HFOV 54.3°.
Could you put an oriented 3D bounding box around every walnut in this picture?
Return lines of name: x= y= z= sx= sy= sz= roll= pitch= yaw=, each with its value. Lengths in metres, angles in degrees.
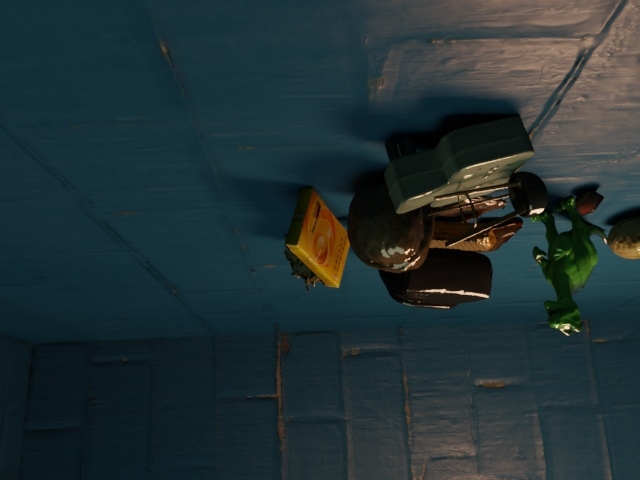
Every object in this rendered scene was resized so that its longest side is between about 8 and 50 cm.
walnut: x=0.161 y=-0.031 z=1.436 sx=0.224 sy=0.224 sz=0.224 roll=-2 pitch=162 yaw=-1

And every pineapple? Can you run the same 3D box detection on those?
pineapple: x=-0.009 y=0.032 z=1.735 sx=0.114 sy=0.186 sz=0.236 roll=0 pitch=-155 yaw=-30

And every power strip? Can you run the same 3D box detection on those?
power strip: x=0.257 y=-0.158 z=1.254 sx=0.261 sy=0.141 sz=0.229 roll=-15 pitch=165 yaw=-9

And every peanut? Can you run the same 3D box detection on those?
peanut: x=0.921 y=-0.026 z=1.698 sx=0.136 sy=0.120 sz=0.298 roll=-46 pitch=-169 yaw=-37

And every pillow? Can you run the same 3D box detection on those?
pillow: x=0.347 y=-0.078 z=1.566 sx=0.135 sy=0.049 sz=0.248 roll=5 pitch=169 yaw=-19

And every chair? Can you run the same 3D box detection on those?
chair: x=0.328 y=-0.072 z=1.243 sx=0.221 sy=0.104 sz=0.095 roll=-15 pitch=-165 yaw=-1

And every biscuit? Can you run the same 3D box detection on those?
biscuit: x=0.262 y=-0.017 z=1.633 sx=0.378 sy=0.054 sz=0.094 roll=3 pitch=165 yaw=29

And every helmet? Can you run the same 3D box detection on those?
helmet: x=0.663 y=-0.098 z=1.560 sx=0.049 sy=0.065 sz=0.084 roll=37 pitch=170 yaw=3

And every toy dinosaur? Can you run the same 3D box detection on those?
toy dinosaur: x=0.710 y=0.083 z=1.645 sx=0.500 sy=0.374 sz=0.144 roll=15 pitch=147 yaw=-38

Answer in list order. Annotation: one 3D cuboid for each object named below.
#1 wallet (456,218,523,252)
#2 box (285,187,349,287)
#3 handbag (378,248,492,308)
wallet: x=0.501 y=-0.010 z=1.842 sx=0.137 sy=0.031 sz=0.255 roll=-4 pitch=164 yaw=-6
box: x=0.000 y=0.000 z=1.549 sx=0.043 sy=0.152 sz=0.269 roll=3 pitch=156 yaw=27
handbag: x=0.337 y=0.122 z=1.931 sx=0.302 sy=0.178 sz=0.275 roll=4 pitch=173 yaw=-17
